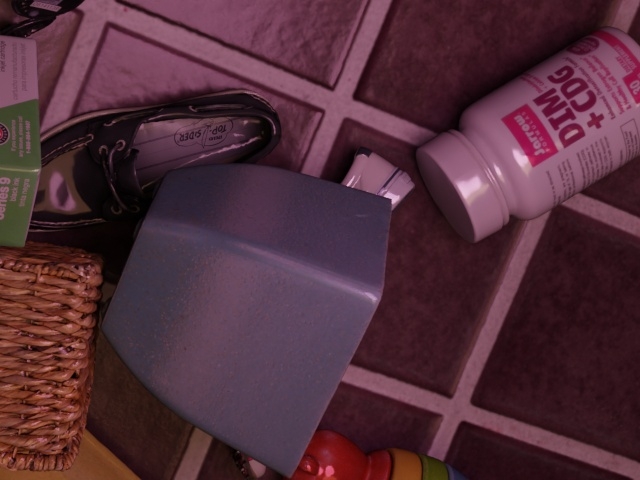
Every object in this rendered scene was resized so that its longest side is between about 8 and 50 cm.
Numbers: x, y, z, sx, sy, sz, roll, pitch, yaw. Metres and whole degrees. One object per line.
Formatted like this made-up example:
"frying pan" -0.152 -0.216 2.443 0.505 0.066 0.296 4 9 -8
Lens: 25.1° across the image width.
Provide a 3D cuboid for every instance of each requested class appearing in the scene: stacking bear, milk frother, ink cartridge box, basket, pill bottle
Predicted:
"stacking bear" 0.083 0.333 1.794 0.289 0.175 0.164 27 96 -14
"milk frother" -0.319 -0.298 1.552 0.143 0.129 0.135 -24 72 18
"ink cartridge box" -0.442 -0.116 1.478 0.289 0.211 0.122 4 137 -19
"basket" -0.391 0.107 1.548 0.299 0.213 0.223 7 95 -7
"pill bottle" 0.268 -0.124 1.735 0.283 0.160 0.160 -31 110 -8

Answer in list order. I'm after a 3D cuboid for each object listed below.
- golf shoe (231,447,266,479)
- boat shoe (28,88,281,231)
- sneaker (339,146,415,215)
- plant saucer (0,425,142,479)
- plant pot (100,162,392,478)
"golf shoe" -0.077 0.203 1.754 0.085 0.067 0.186 -9 105 -17
"boat shoe" -0.199 -0.084 1.624 0.340 0.113 0.127 -14 107 -14
"sneaker" 0.000 0.000 1.731 0.091 0.094 0.258 41 91 7
"plant saucer" -0.362 0.364 1.650 0.333 0.081 0.333 47 62 -20
"plant pot" -0.090 0.056 1.545 0.252 0.247 0.248 22 115 -6
